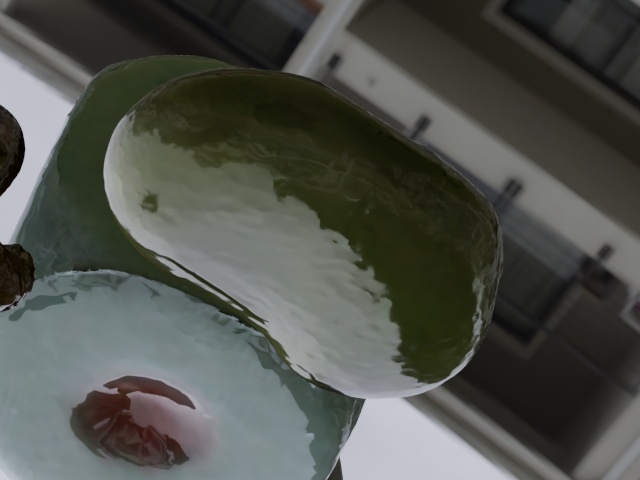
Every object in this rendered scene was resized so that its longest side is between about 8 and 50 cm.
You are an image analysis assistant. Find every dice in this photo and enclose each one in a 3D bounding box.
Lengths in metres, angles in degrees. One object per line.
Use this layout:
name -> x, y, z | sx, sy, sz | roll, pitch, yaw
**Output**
dice -> -0.095, 0.046, 1.157 | 0.265, 0.268, 0.262 | 22, -140, -5

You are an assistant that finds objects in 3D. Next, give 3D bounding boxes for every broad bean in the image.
broad bean -> 0.000, 0.000, 0.839 | 0.263, 0.189, 0.121 | 32, -124, -47

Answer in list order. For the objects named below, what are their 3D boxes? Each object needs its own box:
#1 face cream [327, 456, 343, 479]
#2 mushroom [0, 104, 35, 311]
face cream -> -0.075, 0.167, 1.625 | 0.137, 0.235, 0.420 | 25, -148, -31
mushroom -> -0.157, -0.005, 0.588 | 0.085, 0.126, 0.109 | 50, -150, 13
